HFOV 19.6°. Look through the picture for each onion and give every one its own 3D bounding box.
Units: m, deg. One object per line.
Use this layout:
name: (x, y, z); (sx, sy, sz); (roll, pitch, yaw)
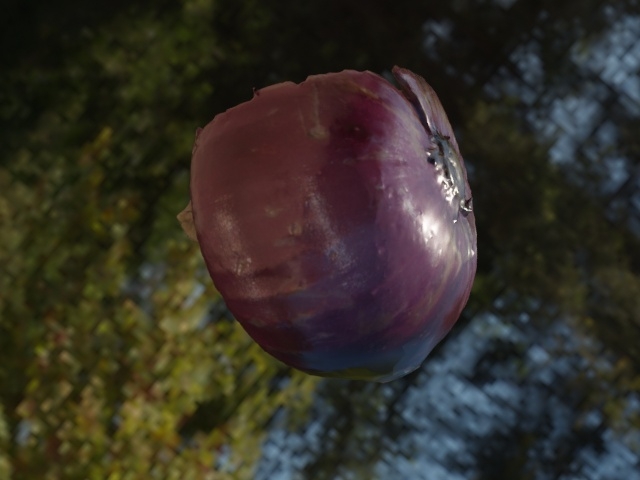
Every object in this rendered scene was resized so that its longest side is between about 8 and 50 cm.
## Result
onion: (0.013, -0.004, 1.123); (0.200, 0.200, 0.207); (-52, 176, -15)
